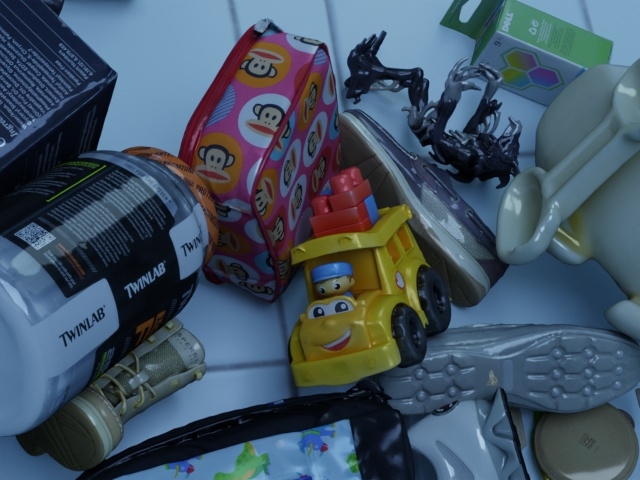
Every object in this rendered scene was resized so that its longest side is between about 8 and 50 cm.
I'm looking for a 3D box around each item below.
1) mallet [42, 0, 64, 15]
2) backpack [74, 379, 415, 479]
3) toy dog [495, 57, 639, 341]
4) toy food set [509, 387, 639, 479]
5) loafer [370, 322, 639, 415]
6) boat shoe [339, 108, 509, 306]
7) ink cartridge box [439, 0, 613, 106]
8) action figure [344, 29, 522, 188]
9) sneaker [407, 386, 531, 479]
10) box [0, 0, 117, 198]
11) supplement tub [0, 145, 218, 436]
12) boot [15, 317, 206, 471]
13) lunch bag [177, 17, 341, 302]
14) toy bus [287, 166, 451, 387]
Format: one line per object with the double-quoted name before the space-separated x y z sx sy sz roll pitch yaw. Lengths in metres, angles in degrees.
"mallet" -0.322 -0.355 1.703 0.062 0.039 0.190 11 84 -19
"backpack" -0.099 0.284 1.456 0.355 0.290 0.273 -1 84 -8
"toy dog" 0.430 0.000 1.705 0.408 0.395 0.284 39 103 -15
"toy food set" 0.311 0.240 1.698 0.192 0.038 0.132 -5 61 -2
"loafer" 0.215 0.141 1.678 0.319 0.111 0.112 0 106 -9
"boat shoe" 0.119 -0.050 1.752 0.092 0.103 0.285 -38 85 -31
"ink cartridge box" 0.259 -0.247 1.865 0.209 0.109 0.062 22 63 -6
"action figure" 0.163 -0.163 1.776 0.275 0.164 0.141 35 100 9
"sneaker" 0.183 0.340 1.601 0.146 0.122 0.331 -18 86 7
"box" -0.397 -0.063 1.474 0.179 0.343 0.312 43 63 4
"supplement tub" -0.241 0.033 1.377 0.193 0.193 0.316 43 38 5
"boot" -0.204 0.151 1.491 0.203 0.262 0.095 -27 95 -26
"lunch bag" -0.051 -0.097 1.610 0.120 0.293 0.258 19 62 15
"toy bus" 0.035 0.034 1.585 0.220 0.149 0.211 -44 119 -62
